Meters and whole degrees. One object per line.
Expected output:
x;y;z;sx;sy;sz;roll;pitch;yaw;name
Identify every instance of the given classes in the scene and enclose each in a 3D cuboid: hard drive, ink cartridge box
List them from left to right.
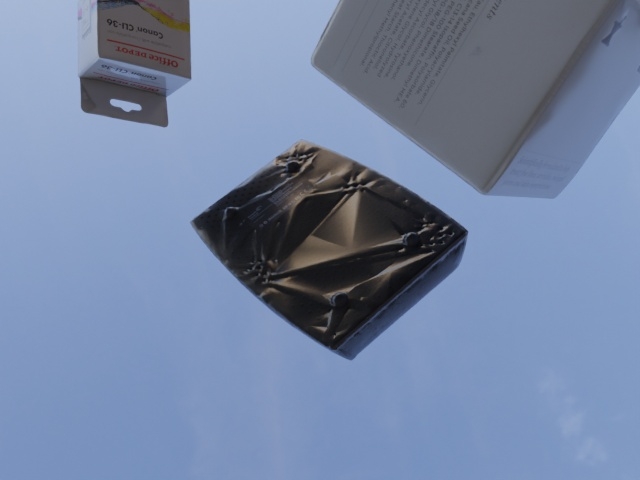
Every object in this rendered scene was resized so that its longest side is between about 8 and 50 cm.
-0.213;-0.240;0.775;0.115;0.067;0.198;4;-102;-39;ink cartridge box
0.000;0.000;0.639;0.172;0.054;0.254;-39;-137;-15;hard drive

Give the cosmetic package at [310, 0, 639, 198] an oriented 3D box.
0.126;-0.143;0.506;0.183;0.151;0.151;44;-154;27;cosmetic package
